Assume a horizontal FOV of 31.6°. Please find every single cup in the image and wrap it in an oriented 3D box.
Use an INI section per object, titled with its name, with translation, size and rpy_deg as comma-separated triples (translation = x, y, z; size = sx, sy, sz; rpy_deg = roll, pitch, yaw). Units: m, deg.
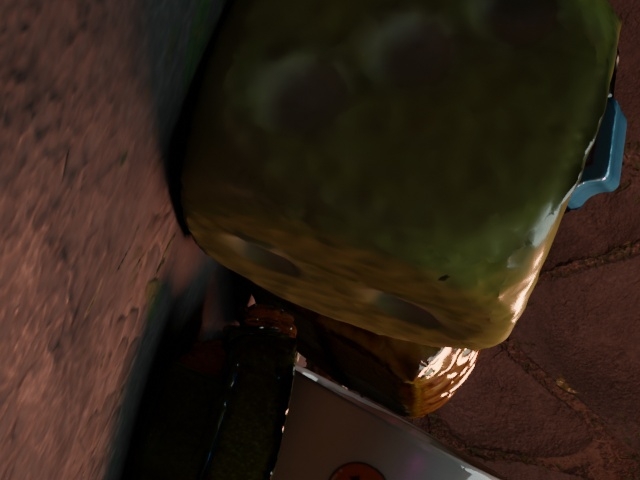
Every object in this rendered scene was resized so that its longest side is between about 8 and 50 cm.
[cup]
translation = -0.019, 0.272, 0.837
size = 0.317, 0.212, 0.212
rpy_deg = -63, 174, -5

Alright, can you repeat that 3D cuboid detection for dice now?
[dice]
translation = 0.038, -0.051, 0.556
size = 0.169, 0.169, 0.166
rpy_deg = 91, 19, -74

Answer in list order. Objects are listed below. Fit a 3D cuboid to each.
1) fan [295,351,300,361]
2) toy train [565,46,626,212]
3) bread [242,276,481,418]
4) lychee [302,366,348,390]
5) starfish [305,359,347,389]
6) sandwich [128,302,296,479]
[fan]
translation = 0.004, 0.053, 1.498
size = 0.131, 0.009, 0.240
rpy_deg = -26, 136, -82
[toy train]
translation = 0.222, -0.163, 1.404
size = 0.188, 0.300, 0.265
rpy_deg = 6, 91, -70
[bread]
translation = 0.029, 0.045, 0.808
size = 0.096, 0.181, 0.222
rpy_deg = -55, 167, -11
[lychee]
translation = -0.016, 0.208, 1.348
size = 0.140, 0.114, 0.101
rpy_deg = -128, -157, -66
[starfish]
translation = 0.002, 0.047, 1.035
size = 0.301, 0.084, 0.294
rpy_deg = -81, 178, -62
[sandwich]
translation = -0.069, 0.122, 0.685
size = 0.235, 0.079, 0.159
rpy_deg = 109, -7, -53
